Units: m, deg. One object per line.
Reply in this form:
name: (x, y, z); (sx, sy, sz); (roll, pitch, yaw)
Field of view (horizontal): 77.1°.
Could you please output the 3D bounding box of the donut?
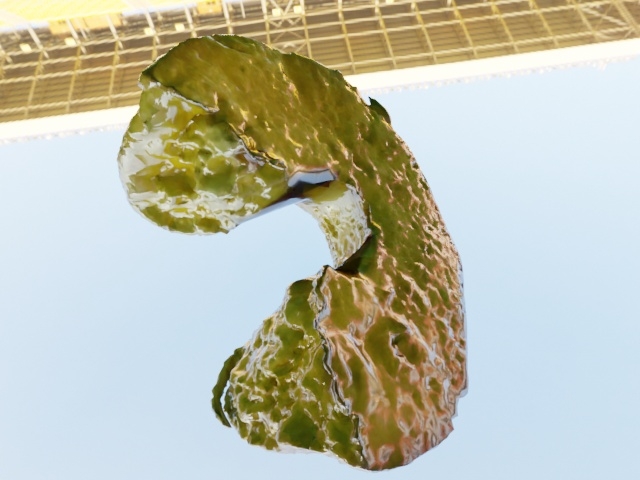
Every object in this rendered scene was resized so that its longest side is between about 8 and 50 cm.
donut: (0.000, 0.000, 0.465); (0.377, 0.163, 0.435); (-14, -104, -48)
